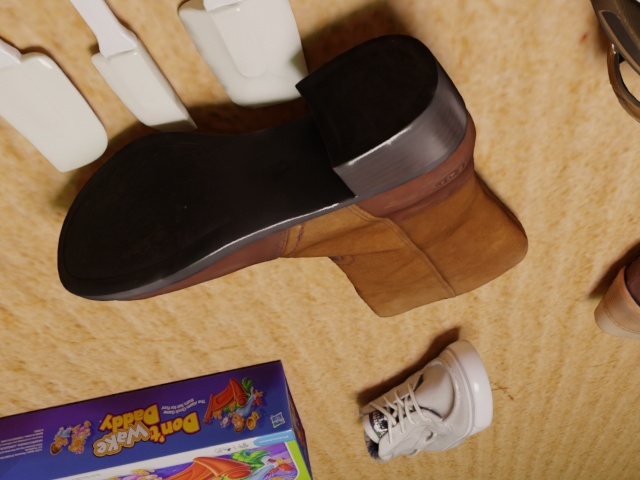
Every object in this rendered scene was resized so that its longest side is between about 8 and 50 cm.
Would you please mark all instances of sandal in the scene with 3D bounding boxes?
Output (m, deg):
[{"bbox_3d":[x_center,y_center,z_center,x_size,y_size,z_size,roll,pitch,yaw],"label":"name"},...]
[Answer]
[{"bbox_3d":[0.208,-0.102,0.392,0.219,0.090,0.060,12,162,-42],"label":"sandal"}]

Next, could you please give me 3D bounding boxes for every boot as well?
[{"bbox_3d":[0.111,0.202,0.769,0.123,0.095,0.258,-14,148,-9],"label":"boot"},{"bbox_3d":[0.413,0.038,0.633,0.248,0.090,0.207,4,145,-17],"label":"boot"},{"bbox_3d":[0.000,0.000,0.472,0.264,0.096,0.280,-30,152,12],"label":"boot"}]

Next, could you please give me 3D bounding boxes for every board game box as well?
[{"bbox_3d":[-0.192,0.253,0.761,0.347,0.078,0.233,-12,146,-1],"label":"board game box"}]

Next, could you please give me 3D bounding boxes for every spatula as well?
[{"bbox_3d":[-0.110,-0.124,0.297,0.168,0.019,0.242,-12,147,10],"label":"spatula"}]
